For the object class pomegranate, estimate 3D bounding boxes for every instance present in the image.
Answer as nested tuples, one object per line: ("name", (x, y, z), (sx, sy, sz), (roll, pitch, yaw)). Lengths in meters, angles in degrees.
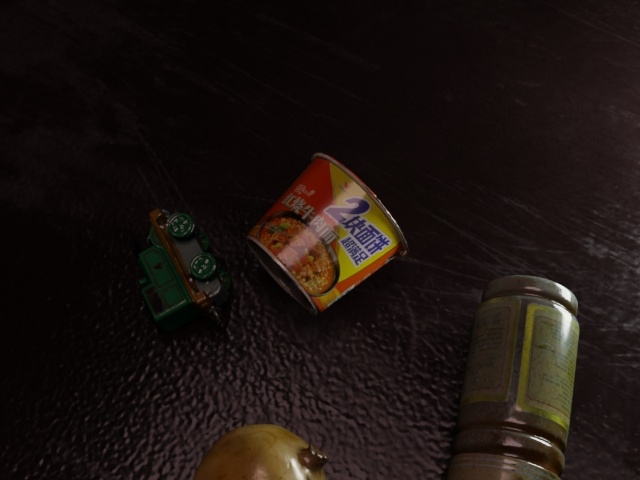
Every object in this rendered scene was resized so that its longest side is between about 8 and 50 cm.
("pomegranate", (-0.069, 0.328, 1.125), (0.196, 0.196, 0.196), (-1, 62, 1))

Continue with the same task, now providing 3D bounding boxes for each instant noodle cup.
("instant noodle cup", (0.000, 0.000, 1.295), (0.174, 0.213, 0.213), (-43, 69, -11))

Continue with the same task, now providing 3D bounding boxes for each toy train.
("toy train", (-0.226, 0.048, 1.331), (0.136, 0.091, 0.228), (-32, 65, -4))

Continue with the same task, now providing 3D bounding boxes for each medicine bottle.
("medicine bottle", (0.273, 0.220, 1.189), (0.151, 0.151, 0.323), (12, 62, 8))
